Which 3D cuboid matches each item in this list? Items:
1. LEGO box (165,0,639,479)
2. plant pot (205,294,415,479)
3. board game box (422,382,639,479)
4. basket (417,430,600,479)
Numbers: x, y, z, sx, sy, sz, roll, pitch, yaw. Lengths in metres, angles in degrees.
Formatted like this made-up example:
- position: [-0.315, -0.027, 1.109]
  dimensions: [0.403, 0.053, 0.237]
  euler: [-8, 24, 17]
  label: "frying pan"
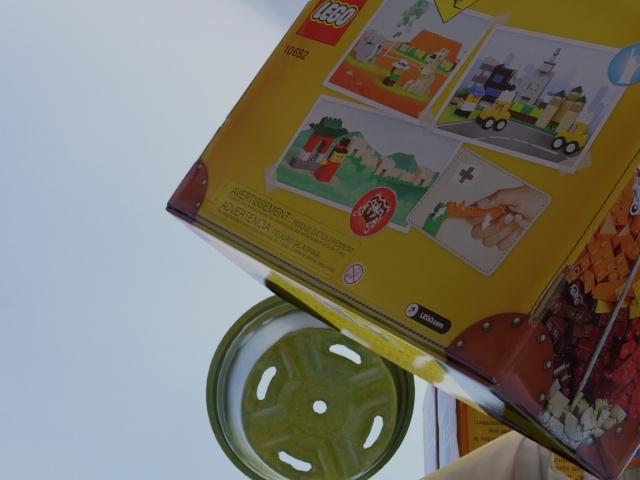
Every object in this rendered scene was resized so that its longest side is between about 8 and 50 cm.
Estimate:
- position: [0.141, -0.067, 1.284]
  dimensions: [0.193, 0.372, 0.500]
  euler: [41, 171, -40]
  label: "LEGO box"
- position: [-0.008, 0.194, 1.721]
  dimensions: [0.276, 0.276, 0.254]
  euler: [34, 177, 0]
  label: "plant pot"
- position: [0.330, 0.303, 1.828]
  dimensions: [0.357, 0.356, 0.356]
  euler: [3, 146, -2]
  label: "board game box"
- position: [0.167, 0.253, 1.243]
  dimensions: [0.167, 0.103, 0.113]
  euler: [-22, -150, -27]
  label: "basket"
